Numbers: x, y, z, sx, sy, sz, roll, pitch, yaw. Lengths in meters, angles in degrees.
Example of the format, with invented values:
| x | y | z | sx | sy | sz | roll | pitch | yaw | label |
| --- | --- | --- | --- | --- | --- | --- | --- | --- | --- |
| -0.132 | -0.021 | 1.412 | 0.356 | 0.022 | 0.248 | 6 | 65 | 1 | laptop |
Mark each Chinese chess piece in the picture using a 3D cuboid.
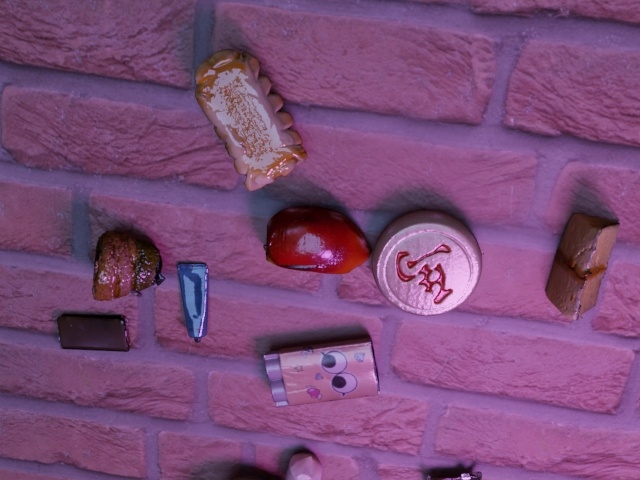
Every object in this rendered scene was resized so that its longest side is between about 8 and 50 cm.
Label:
| x | y | z | sx | sy | sz | roll | pitch | yaw | label |
| --- | --- | --- | --- | --- | --- | --- | --- | --- | --- |
| 0.261 | 0.057 | 1.317 | 0.273 | 0.102 | 0.273 | 1 | 109 | 4 | Chinese chess piece |

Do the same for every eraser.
| x | y | z | sx | sy | sz | roll | pitch | yaw | label |
| --- | --- | --- | --- | --- | --- | --- | --- | --- | --- |
| 0.006 | 0.354 | 1.450 | 0.291 | 0.087 | 0.171 | -9 | 107 | 7 | eraser |

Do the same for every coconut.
| x | y | z | sx | sy | sz | roll | pitch | yaw | label |
| --- | --- | --- | --- | --- | --- | --- | --- | --- | --- |
| -0.046 | 0.672 | 1.561 | 0.110 | 0.110 | 0.124 | 24 | 112 | -3 | coconut |

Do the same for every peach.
| x | y | z | sx | sy | sz | roll | pitch | yaw | label |
| --- | --- | --- | --- | --- | --- | --- | --- | --- | --- |
| -0.003 | 0.001 | 1.294 | 0.267 | 0.154 | 0.158 | 12 | 108 | 2 | peach |

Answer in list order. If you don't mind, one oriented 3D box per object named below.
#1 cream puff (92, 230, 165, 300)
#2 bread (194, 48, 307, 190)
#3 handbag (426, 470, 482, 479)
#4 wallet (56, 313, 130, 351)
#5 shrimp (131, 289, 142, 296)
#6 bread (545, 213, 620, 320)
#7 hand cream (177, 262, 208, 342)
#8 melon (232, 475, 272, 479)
| x | y | z | sx | sy | sz | roll | pitch | yaw | label |
| --- | --- | --- | --- | --- | --- | --- | --- | --- | --- |
| -0.480 | 0.070 | 1.360 | 0.169 | 0.183 | 0.183 | 6 | 111 | -18 | cream puff |
| -0.161 | -0.282 | 1.226 | 0.173 | 0.121 | 0.311 | -25 | 105 | 9 | bread |
| 0.397 | 0.784 | 1.554 | 0.183 | 0.117 | 0.270 | -7 | 107 | -1 | handbag |
| -0.637 | 0.260 | 1.503 | 0.198 | 0.031 | 0.110 | 1 | 109 | 5 | wallet |
| -0.522 | 0.122 | 1.450 | 0.092 | 0.029 | 0.038 | 24 | 101 | -9 | shrimp |
| 0.639 | 0.075 | 1.250 | 0.135 | 0.178 | 0.240 | 10 | 108 | 3 | bread |
| -0.340 | 0.169 | 1.445 | 0.083 | 0.048 | 0.224 | 1 | 103 | 4 | hand cream |
| -0.160 | 0.823 | 1.542 | 0.329 | 0.248 | 0.248 | 30 | 109 | -1 | melon |
